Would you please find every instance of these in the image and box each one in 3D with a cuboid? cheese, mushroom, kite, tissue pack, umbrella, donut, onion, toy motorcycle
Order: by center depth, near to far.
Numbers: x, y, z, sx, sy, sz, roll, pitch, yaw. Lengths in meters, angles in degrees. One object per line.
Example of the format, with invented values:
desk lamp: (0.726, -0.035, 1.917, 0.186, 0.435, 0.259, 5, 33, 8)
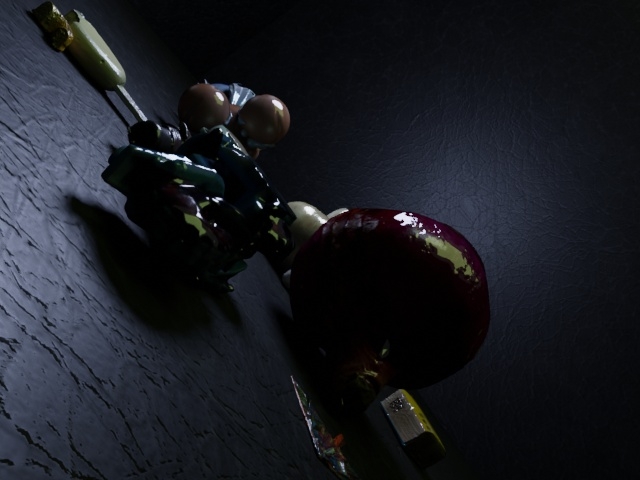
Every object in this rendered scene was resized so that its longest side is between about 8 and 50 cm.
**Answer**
toy motorcycle: (-0.159, -0.055, 0.849, 0.232, 0.172, 0.416, 47, 10, 7)
kite: (0.014, 0.283, 0.895, 0.232, 0.009, 0.189, 54, 3, 18)
donut: (-0.422, -0.340, 1.010, 0.067, 0.037, 0.083, 55, -1, -36)
umbrella: (-0.243, -0.146, 1.085, 0.326, 0.090, 0.094, 39, 36, -81)
cheese: (-0.369, -0.287, 1.115, 0.255, 0.050, 0.127, 53, 2, -7)
onion: (0.107, 0.144, 1.183, 0.398, 0.398, 0.420, 53, 32, -7)
tissue pack: (0.231, 0.466, 1.581, 0.120, 0.082, 0.169, 54, 2, -29)
mushroom: (0.000, 0.000, 1.657, 0.253, 0.234, 0.260, 12, -40, 53)

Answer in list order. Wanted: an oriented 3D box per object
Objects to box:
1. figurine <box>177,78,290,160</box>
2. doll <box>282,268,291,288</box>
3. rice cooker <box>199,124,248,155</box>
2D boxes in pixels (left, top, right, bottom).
figurine: (-0.246, -0.316, 1.701, 0.388, 0.276, 0.248, -114, -149, -61)
doll: (-0.032, 0.134, 1.534, 0.160, 0.059, 0.161, 54, 3, -22)
rice cooker: (-0.229, -0.181, 1.461, 0.145, 0.127, 0.206, 53, 6, 8)
